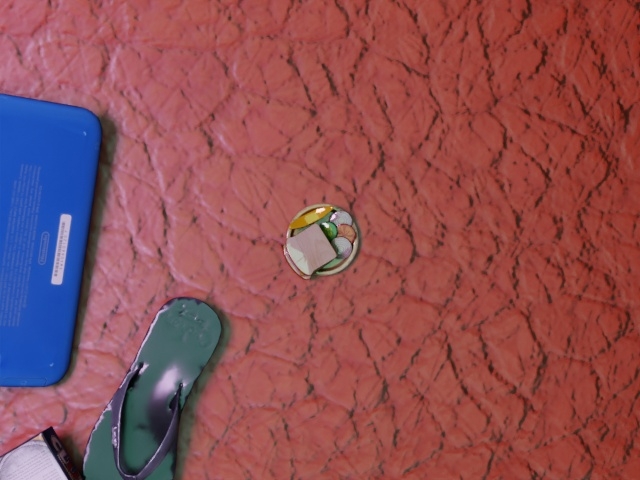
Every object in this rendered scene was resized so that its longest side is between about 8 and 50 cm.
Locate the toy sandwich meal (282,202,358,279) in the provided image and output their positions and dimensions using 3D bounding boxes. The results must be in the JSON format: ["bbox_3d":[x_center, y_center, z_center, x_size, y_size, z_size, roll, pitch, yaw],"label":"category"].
[{"bbox_3d":[0.000,0.000,1.306,0.085,0.029,0.086,0,88,-4],"label":"toy sandwich meal"}]

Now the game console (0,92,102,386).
[{"bbox_3d":[-0.385,-0.011,1.255,0.250,0.173,0.293,6,94,-41],"label":"game console"}]

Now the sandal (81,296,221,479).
[{"bbox_3d":[-0.180,0.178,1.273,0.097,0.054,0.255,19,87,-4],"label":"sandal"}]

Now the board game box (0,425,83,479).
[{"bbox_3d":[-0.337,0.321,1.246,0.243,0.042,0.165,-30,90,4],"label":"board game box"}]
